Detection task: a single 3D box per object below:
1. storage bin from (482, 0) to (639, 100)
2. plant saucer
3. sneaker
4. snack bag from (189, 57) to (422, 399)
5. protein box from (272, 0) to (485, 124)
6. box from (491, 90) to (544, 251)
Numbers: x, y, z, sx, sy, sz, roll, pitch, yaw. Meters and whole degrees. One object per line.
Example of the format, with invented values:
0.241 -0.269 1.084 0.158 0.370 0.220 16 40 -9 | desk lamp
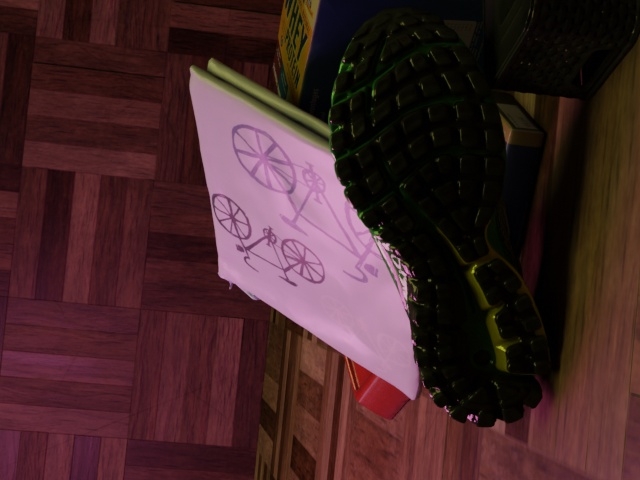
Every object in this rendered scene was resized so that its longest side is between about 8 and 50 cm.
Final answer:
0.182 -0.213 0.931 0.122 0.084 0.180 115 160 -66 | storage bin
0.058 0.073 1.473 0.258 0.048 0.259 113 145 -65 | plant saucer
0.092 -0.023 0.995 0.146 0.134 0.343 -85 -18 -77 | sneaker
0.000 0.000 1.280 0.037 0.323 0.342 -42 -31 -30 | snack bag
0.069 -0.210 1.244 0.199 0.201 0.136 103 161 -44 | protein box
0.158 -0.017 1.139 0.136 0.037 0.225 -104 21 -68 | box
